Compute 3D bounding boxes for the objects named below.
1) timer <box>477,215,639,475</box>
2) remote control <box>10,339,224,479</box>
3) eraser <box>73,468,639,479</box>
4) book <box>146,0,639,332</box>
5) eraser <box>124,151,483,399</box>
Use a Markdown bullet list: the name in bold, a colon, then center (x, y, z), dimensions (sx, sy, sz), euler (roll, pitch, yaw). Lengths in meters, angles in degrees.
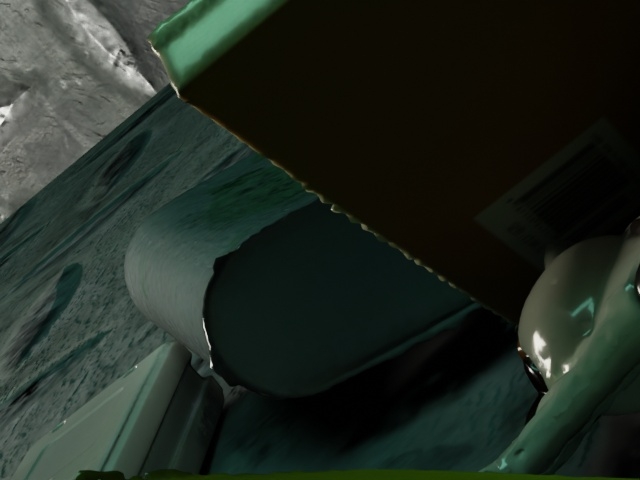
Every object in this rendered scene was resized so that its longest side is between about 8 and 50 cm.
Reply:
- **timer**: center (0.131, -0.025, 0.450), dimensions (0.266, 0.175, 0.175), euler (-51, 3, 43)
- **remote control**: center (-0.113, 0.142, 0.724), dimensions (0.103, 0.055, 0.277), euler (-37, 11, 17)
- **eraser**: center (-0.001, 0.090, 0.379), dimensions (0.158, 0.069, 0.226), euler (2, -8, -27)
- **book**: center (0.158, -0.120, 0.501), dimensions (0.374, 0.262, 0.028), euler (-39, 57, 12)
- **eraser**: center (0.000, 0.000, 0.765), dimensions (0.174, 0.081, 0.227), euler (-26, 11, -12)
